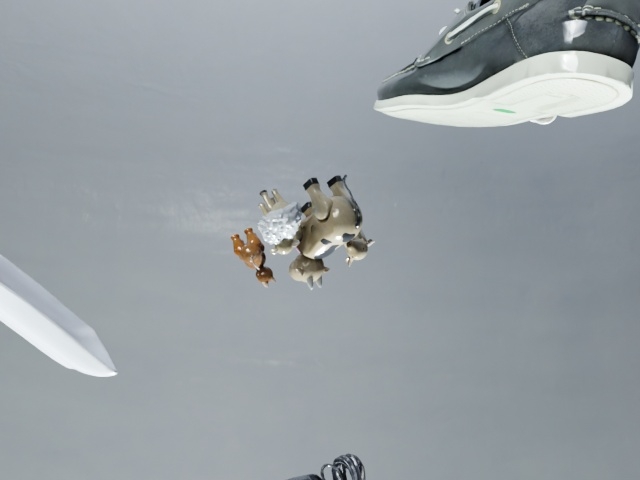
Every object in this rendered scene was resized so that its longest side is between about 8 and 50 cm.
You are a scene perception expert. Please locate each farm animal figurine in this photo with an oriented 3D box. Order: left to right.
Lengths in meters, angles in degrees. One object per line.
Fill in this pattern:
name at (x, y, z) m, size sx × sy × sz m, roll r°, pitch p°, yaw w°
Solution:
farm animal figurine at (0.000, 0.000, 1.283) m, size 0.330 × 0.172 × 0.327 m, roll -18°, pitch 162°, yaw -29°

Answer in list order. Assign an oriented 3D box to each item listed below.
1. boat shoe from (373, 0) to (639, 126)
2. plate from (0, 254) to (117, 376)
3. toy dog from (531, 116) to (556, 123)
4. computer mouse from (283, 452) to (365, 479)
boat shoe at (0.110, -0.118, 0.407) m, size 0.084 × 0.079 × 0.233 m, roll 6°, pitch -179°, yaw -22°
plate at (-0.424, 0.087, 0.868) m, size 0.278 × 0.045 × 0.277 m, roll 47°, pitch 165°, yaw -22°
toy dog at (0.523, -0.475, 1.555) m, size 0.334 × 0.161 × 0.220 m, roll 34°, pitch 136°, yaw -4°
computer mouse at (-0.055, 0.460, 0.993) m, size 0.272 × 0.188 × 0.072 m, roll -4°, pitch 150°, yaw -5°
